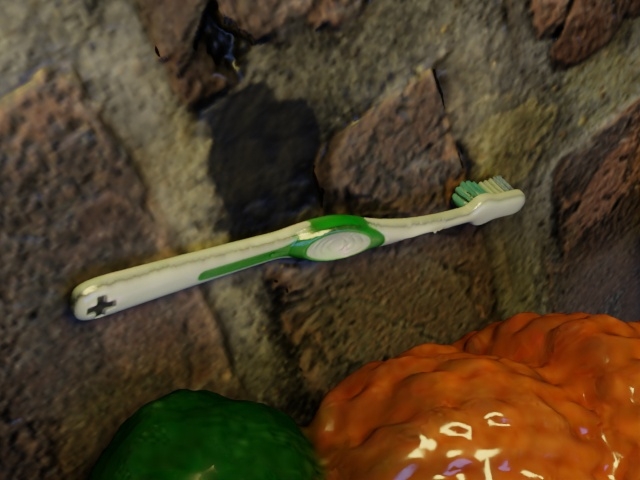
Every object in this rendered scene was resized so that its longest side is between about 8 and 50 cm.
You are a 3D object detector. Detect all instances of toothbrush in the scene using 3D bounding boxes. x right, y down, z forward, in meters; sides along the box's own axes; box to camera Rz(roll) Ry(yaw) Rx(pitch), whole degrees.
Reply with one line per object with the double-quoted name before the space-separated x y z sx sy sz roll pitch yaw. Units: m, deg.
"toothbrush" 0.001 0.001 0.623 0.304 0.030 0.030 -15 129 -32

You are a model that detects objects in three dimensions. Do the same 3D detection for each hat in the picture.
"hat" 0.073 0.137 0.663 0.400 0.285 0.285 24 104 -28
